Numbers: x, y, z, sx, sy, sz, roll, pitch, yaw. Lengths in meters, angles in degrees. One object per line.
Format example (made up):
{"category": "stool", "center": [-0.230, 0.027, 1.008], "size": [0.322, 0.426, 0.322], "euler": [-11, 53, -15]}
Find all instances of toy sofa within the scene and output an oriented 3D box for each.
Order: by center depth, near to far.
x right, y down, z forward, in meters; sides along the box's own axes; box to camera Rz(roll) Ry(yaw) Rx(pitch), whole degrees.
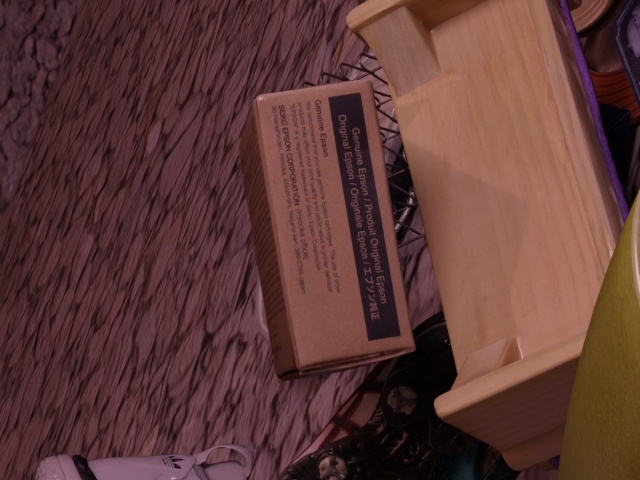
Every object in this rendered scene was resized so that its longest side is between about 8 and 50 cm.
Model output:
{"category": "toy sofa", "center": [0.153, -0.026, 1.348], "size": [0.150, 0.177, 0.363], "euler": [-27, 55, 24]}

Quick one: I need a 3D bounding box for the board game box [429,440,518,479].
{"category": "board game box", "center": [0.120, 0.136, 1.497], "size": [0.126, 0.026, 0.186], "euler": [-58, 23, 21]}

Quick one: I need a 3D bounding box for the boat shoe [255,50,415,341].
{"category": "boat shoe", "center": [0.038, -0.031, 1.789], "size": [0.114, 0.091, 0.303], "euler": [33, 98, 41]}

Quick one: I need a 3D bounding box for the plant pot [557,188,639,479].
{"category": "plant pot", "center": [0.233, 0.116, 0.973], "size": [0.293, 0.274, 0.275], "euler": [115, 166, -51]}

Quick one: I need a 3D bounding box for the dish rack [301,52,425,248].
{"category": "dish rack", "center": [0.051, -0.085, 1.684], "size": [0.271, 0.074, 0.208], "euler": [-25, 60, 33]}

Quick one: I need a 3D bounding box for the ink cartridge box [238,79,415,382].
{"category": "ink cartridge box", "center": [0.000, 0.000, 1.369], "size": [0.234, 0.088, 0.193], "euler": [138, 122, -82]}

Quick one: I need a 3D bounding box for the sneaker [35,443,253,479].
{"category": "sneaker", "center": [-0.140, 0.355, 1.749], "size": [0.137, 0.210, 0.366], "euler": [-127, 29, -67]}

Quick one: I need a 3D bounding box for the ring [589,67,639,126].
{"category": "ring", "center": [0.267, -0.240, 1.537], "size": [0.336, 0.032, 0.337], "euler": [-49, 27, 36]}

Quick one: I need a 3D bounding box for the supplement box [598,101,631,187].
{"category": "supplement box", "center": [0.193, -0.062, 1.469], "size": [0.083, 0.056, 0.083], "euler": [-12, 68, 64]}

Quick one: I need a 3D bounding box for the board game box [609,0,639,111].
{"category": "board game box", "center": [0.263, -0.080, 1.174], "size": [0.165, 0.042, 0.243], "euler": [114, 145, -59]}

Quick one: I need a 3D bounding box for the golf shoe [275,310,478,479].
{"category": "golf shoe", "center": [0.052, 0.161, 1.480], "size": [0.273, 0.105, 0.120], "euler": [-47, 8, 20]}

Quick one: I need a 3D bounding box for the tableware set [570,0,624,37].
{"category": "tableware set", "center": [0.225, -0.247, 1.552], "size": [0.128, 0.039, 0.194], "euler": [-25, 50, 43]}
